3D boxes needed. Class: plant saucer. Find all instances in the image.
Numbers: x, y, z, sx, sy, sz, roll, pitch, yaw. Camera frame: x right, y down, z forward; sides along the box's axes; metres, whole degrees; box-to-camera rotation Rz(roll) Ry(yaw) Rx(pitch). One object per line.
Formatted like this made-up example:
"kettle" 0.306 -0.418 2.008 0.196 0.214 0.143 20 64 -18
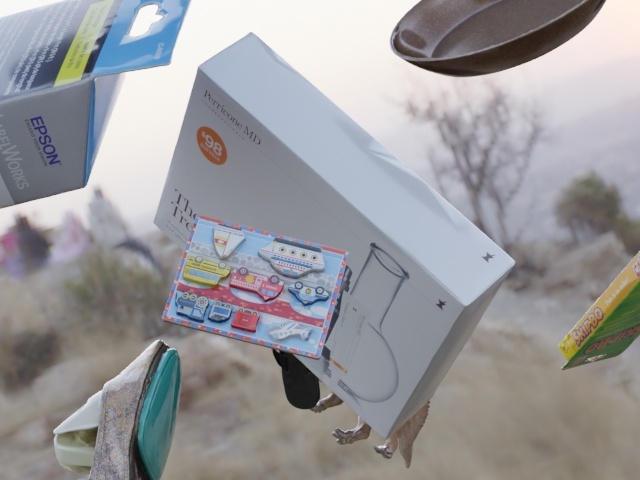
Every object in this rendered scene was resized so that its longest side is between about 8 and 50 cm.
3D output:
"plant saucer" 0.153 -0.182 1.274 0.198 0.036 0.198 -21 24 10

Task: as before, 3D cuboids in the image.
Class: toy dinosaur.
"toy dinosaur" 0.088 0.192 2.295 0.200 0.296 0.127 -47 14 -25

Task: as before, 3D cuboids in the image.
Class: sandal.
"sandal" -0.037 0.151 2.143 0.067 0.179 0.040 -2 17 27

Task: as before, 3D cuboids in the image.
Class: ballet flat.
"ballet flat" -0.199 0.216 1.446 0.106 0.107 0.316 -1 44 6

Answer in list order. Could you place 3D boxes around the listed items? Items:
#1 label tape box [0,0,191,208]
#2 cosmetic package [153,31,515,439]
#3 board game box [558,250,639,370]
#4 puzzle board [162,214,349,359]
"label tape box" -0.277 -0.133 1.506 0.347 0.115 0.249 -12 28 9
"cosmetic package" 0.000 0.000 1.700 0.097 0.377 0.284 -37 -18 -36
"board game box" 0.409 0.074 2.037 0.124 0.039 0.259 -9 -37 -39
"puzzle board" -0.050 0.035 1.246 0.128 0.096 0.011 14 -26 4
